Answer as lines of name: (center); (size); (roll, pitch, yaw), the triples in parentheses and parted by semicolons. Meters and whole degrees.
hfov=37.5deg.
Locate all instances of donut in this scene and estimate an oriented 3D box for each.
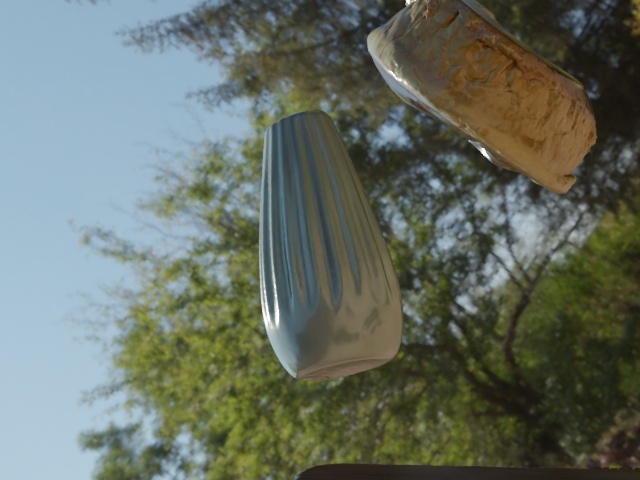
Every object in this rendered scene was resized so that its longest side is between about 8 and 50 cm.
donut: (0.209, -0.198, 1.178); (0.160, 0.330, 0.330); (-56, -16, 8)

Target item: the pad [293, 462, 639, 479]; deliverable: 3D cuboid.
pad: (0.099, 0.160, 0.483); (0.284, 0.287, 0.018); (-13, -80, -78)

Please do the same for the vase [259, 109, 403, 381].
vase: (0.000, 0.000, 0.881); (0.128, 0.248, 0.128); (-10, -17, -3)
